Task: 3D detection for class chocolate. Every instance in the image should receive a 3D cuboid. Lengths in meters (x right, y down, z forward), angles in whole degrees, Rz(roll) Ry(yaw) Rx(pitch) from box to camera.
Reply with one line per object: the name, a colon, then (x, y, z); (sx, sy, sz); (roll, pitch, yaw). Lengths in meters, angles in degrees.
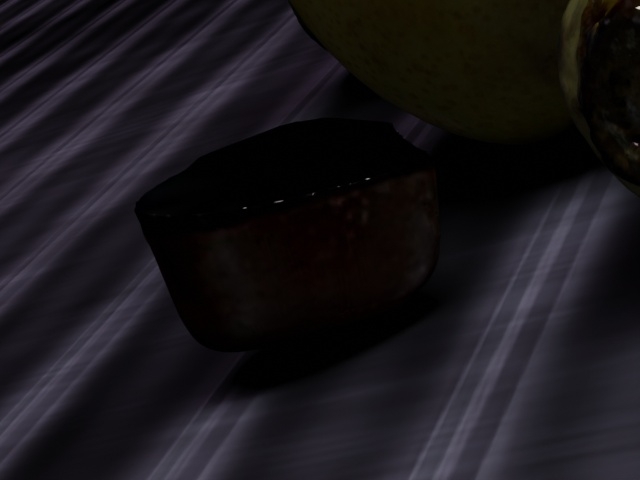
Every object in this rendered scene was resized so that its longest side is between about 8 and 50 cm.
chocolate: (0.000, 0.000, 0.794); (0.125, 0.080, 0.149); (-2, 17, 24)

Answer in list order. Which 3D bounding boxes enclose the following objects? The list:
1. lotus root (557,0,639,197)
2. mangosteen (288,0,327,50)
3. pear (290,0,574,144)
lotus root: (0.217, -0.111, 0.711); (0.173, 0.173, 0.309); (-3, 29, 50)
mangosteen: (0.076, -0.272, 1.168); (0.311, 0.311, 0.311); (-22, 17, 7)
pear: (0.097, -0.198, 0.896); (0.304, 0.304, 0.304); (-22, 17, 7)
